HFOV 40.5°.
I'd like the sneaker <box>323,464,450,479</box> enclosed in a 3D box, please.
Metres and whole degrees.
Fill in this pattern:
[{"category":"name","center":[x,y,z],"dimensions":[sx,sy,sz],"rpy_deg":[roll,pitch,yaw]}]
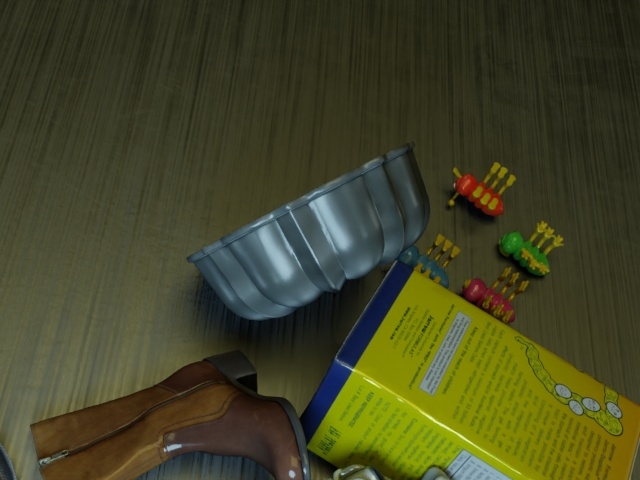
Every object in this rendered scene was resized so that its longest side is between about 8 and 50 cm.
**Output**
[{"category":"sneaker","center":[0.019,0.318,0.990],"dimensions":[0.297,0.111,0.129],"rpy_deg":[-5,100,1]}]

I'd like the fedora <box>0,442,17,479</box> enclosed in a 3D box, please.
[{"category":"fedora","center":[-0.470,0.269,0.935],"dimensions":[0.276,0.124,0.243],"rpy_deg":[29,56,5]}]

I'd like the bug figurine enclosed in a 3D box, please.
[{"category":"bug figurine","center":[0.236,0.014,1.301],"dimensions":[0.216,0.072,0.279],"rpy_deg":[41,53,5]}]

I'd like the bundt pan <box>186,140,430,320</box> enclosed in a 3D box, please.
[{"category":"bundt pan","center":[0.000,0.000,1.124],"dimensions":[0.331,0.331,0.124],"rpy_deg":[-30,93,-28]}]

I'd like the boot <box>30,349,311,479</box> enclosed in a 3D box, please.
[{"category":"boot","center":[-0.174,0.240,0.993],"dimensions":[0.281,0.096,0.264],"rpy_deg":[-17,38,-24]}]

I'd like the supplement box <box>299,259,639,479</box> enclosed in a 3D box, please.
[{"category":"supplement box","center":[0.177,0.225,1.065],"dimensions":[0.357,0.194,0.195],"rpy_deg":[32,46,6]}]
